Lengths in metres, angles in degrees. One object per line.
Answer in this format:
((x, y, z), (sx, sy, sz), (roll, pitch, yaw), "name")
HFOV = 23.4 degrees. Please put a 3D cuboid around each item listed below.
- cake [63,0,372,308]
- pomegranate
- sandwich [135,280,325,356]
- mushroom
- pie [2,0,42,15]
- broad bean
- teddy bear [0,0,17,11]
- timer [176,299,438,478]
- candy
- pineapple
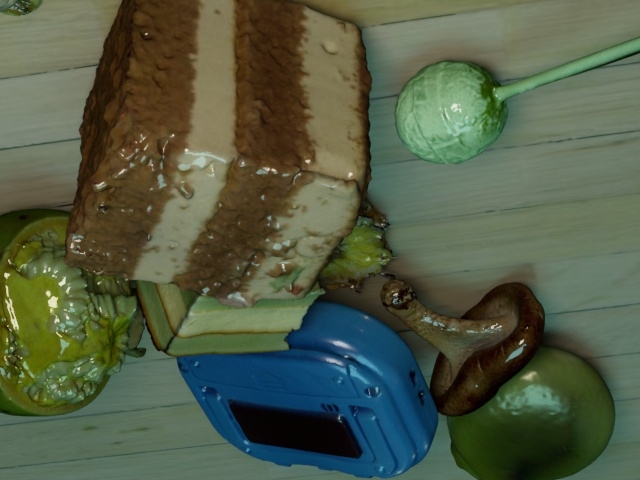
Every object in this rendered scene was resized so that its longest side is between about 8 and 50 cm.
((-0.112, -0.108, 1.687), (0.290, 0.282, 0.255), (11, 144, -18), "cake")
((-0.335, 0.094, 1.933), (0.260, 0.260, 0.341), (-26, 158, 25), "pomegranate")
((-0.117, 0.011, 1.892), (0.198, 0.227, 0.155), (-1, 145, -31), "sandwich")
((0.158, 0.120, 2.039), (0.217, 0.148, 0.227), (24, 123, -20), "mushroom")
((-0.340, -0.276, 1.676), (0.084, 0.021, 0.084), (0, 137, 0), "pie")
((0.298, 0.258, 2.205), (0.238, 0.119, 0.291), (10, 135, 2), "broad bean")
((-0.274, -0.312, 1.536), (0.267, 0.151, 0.236), (-7, 177, -1), "teddy bear")
((-0.022, 0.200, 2.073), (0.340, 0.115, 0.309), (4, 142, 27), "timer")
((0.275, -0.188, 1.676), (0.440, 0.119, 0.119), (-19, 136, 31), "candy")
((0.000, 0.000, 1.973), (0.221, 0.047, 0.221), (2, 141, 1), "pineapple")
